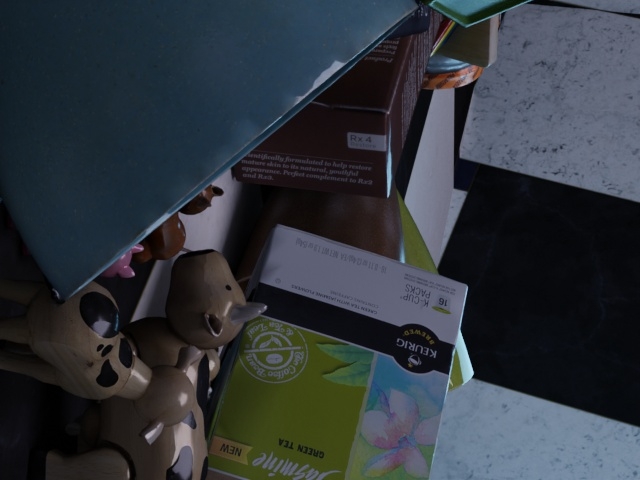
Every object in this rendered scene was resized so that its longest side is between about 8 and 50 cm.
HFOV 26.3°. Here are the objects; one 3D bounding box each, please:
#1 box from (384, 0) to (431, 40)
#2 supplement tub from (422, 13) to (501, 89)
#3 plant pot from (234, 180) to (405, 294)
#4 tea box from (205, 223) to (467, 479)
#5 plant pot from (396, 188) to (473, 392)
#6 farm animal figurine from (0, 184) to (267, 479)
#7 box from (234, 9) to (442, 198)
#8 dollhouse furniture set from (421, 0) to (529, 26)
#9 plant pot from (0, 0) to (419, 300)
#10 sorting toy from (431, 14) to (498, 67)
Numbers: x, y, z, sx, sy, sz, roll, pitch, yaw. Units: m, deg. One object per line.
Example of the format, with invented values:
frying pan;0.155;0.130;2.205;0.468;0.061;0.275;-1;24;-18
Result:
box;-0.026;-0.335;1.234;0.395;0.211;0.294;-34;131;-69
supplement tub;0.175;-0.396;2.027;0.194;0.193;0.316;-68;162;-51
plant pot;0.013;-0.018;1.681;0.215;0.215;0.231;74;24;-63
tea box;-0.020;0.221;1.424;0.329;0.219;0.324;114;-9;-56
plant pot;0.050;0.060;1.865;0.275;0.274;0.294;-31;112;-75
farm animal figurine;-0.139;0.091;1.099;0.330;0.172;0.327;-58;153;-64
box;0.030;-0.229;1.670;0.381;0.191;0.143;-69;162;-46
dollhouse furniture set;0.111;-0.339;1.210;0.301;0.151;0.198;13;64;-58
plant pot;-0.111;-0.128;0.864;0.290;0.195;0.290;-40;-176;4
sorting toy;0.113;-0.370;1.881;0.089;0.257;0.256;-42;141;-40
